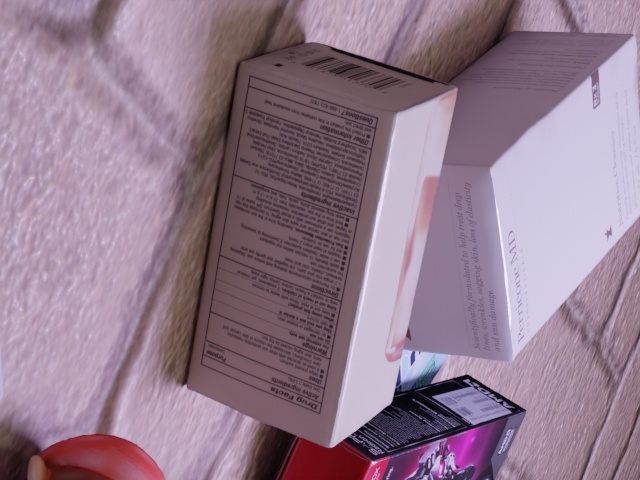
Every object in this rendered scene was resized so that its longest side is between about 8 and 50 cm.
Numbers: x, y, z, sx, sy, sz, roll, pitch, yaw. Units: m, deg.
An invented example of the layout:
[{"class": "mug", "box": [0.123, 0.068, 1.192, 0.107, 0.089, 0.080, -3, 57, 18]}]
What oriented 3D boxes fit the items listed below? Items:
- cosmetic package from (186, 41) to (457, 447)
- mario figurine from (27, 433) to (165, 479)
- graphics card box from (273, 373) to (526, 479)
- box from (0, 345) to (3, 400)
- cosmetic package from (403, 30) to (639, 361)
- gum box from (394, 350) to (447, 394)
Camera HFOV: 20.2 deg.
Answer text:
[{"class": "cosmetic package", "box": [0.000, 0.000, 1.501, 0.129, 0.153, 0.296, -26, 133, -58]}, {"class": "mario figurine", "box": [-0.195, 0.260, 1.242, 0.320, 0.170, 0.198, -73, 154, -71]}, {"class": "graphics card box", "box": [0.063, 0.276, 1.870, 0.371, 0.094, 0.232, -6, 122, -61]}, {"class": "box", "box": [-0.270, 0.042, 0.954, 0.182, 0.119, 0.181, -43, 145, -49]}, {"class": "cosmetic package", "box": [0.197, -0.058, 1.851, 0.385, 0.156, 0.217, -44, 131, -50]}, {"class": "gum box", "box": [0.084, 0.112, 1.926, 0.157, 0.041, 0.184, -52, 150, -36]}]
